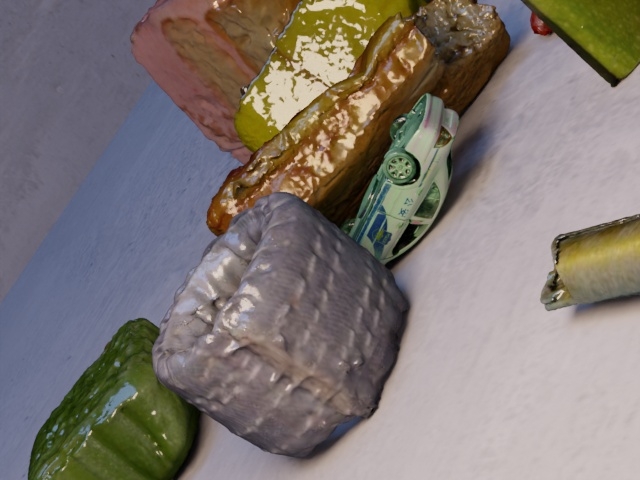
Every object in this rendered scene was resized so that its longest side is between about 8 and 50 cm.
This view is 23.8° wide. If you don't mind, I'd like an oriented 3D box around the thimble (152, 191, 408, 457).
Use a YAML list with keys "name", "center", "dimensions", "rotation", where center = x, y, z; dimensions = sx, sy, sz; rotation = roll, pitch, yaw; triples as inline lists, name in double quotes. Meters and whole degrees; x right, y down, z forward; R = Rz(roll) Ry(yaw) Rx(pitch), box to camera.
- name: "thimble"
  center: [-0.034, 0.080, 1.407]
  dimensions: [0.205, 0.172, 0.236]
  rotation: [-50, 14, 15]

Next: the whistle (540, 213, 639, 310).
- name: "whistle"
  center: [0.249, 0.003, 1.012]
  dimensions: [0.068, 0.057, 0.326]
  rotation: [-59, 18, -21]

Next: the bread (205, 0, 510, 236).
- name: "bread"
  center: [0.041, -0.125, 1.588]
  dimensions: [0.380, 0.109, 0.185]
  rotation: [-47, -25, -1]

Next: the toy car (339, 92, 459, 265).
- name: "toy car"
  center: [0.076, -0.036, 1.513]
  dimensions: [0.090, 0.076, 0.224]
  rotation: [-76, 11, -58]

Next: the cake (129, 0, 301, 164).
- name: "cake"
  center: [-0.053, -0.312, 2.056]
  dimensions: [0.314, 0.293, 0.307]
  rotation: [-53, 18, -27]

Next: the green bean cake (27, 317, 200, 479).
- name: "green bean cake"
  center: [-0.230, 0.217, 1.706]
  dimensions: [0.222, 0.125, 0.248]
  rotation: [-50, 17, 4]

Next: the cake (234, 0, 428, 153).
- name: "cake"
  center: [0.019, -0.193, 1.763]
  dimensions: [0.260, 0.156, 0.179]
  rotation: [-56, -8, 6]

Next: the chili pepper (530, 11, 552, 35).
- name: "chili pepper"
  center: [0.250, -0.274, 1.484]
  dimensions: [0.050, 0.059, 0.268]
  rotation: [-47, -7, -32]

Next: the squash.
- name: "squash"
  center: [0.202, -0.276, 1.369]
  dimensions: [0.093, 0.252, 0.169]
  rotation: [-42, 19, 24]
